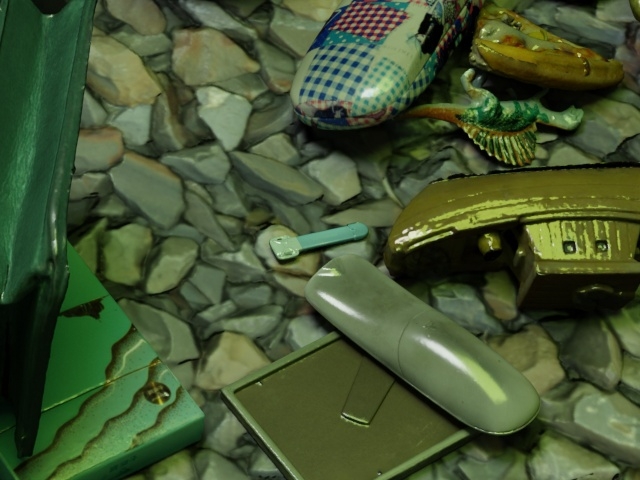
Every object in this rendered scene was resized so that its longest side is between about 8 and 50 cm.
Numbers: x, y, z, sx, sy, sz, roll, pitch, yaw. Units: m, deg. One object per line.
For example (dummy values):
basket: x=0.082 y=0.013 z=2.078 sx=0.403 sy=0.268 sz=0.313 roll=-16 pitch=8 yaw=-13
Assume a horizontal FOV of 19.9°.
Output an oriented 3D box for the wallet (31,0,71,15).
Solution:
wallet: x=-0.323 y=-0.413 z=1.707 sx=0.062 sy=0.406 sz=0.228 roll=-15 pitch=43 yaw=17

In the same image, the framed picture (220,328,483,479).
framed picture: x=0.040 y=0.135 z=1.516 sx=0.203 sy=0.015 sz=0.150 roll=-26 pitch=57 yaw=-28

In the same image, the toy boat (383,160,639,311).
toy boat: x=0.214 y=0.003 z=1.615 sx=0.321 sy=0.089 sz=0.121 roll=-3 pitch=60 yaw=-11

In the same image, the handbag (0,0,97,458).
handbag: x=-0.232 y=-0.024 z=1.406 sx=0.089 sy=0.238 sz=0.326 roll=6 pitch=46 yaw=-7

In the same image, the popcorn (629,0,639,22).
popcorn: x=0.467 y=-0.320 z=1.835 sx=0.279 sy=0.274 sz=0.335 roll=20 pitch=82 yaw=-34

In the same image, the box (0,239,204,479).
box: x=-0.222 y=0.104 z=1.481 sx=0.162 sy=0.041 sz=0.229 roll=-24 pitch=56 yaw=-27

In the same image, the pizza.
pizza: x=0.211 y=-0.198 z=1.812 sx=0.185 sy=0.036 sz=0.176 roll=10 pitch=28 yaw=-24

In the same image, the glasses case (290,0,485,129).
glasses case: x=0.078 y=-0.215 z=1.779 sx=0.125 sy=0.076 sz=0.327 roll=1 pitch=40 yaw=32

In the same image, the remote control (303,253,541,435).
remote control: x=0.087 y=0.083 z=1.528 sx=0.229 sy=0.044 sz=0.073 roll=37 pitch=56 yaw=23

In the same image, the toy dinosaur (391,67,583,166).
toy dinosaur: x=0.166 y=-0.113 z=1.745 sx=0.187 sy=0.044 sz=0.106 roll=-27 pitch=74 yaw=-40

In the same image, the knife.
knife: x=0.000 y=0.000 z=1.635 sx=0.096 sy=0.010 sz=0.027 roll=-13 pitch=51 yaw=-23
